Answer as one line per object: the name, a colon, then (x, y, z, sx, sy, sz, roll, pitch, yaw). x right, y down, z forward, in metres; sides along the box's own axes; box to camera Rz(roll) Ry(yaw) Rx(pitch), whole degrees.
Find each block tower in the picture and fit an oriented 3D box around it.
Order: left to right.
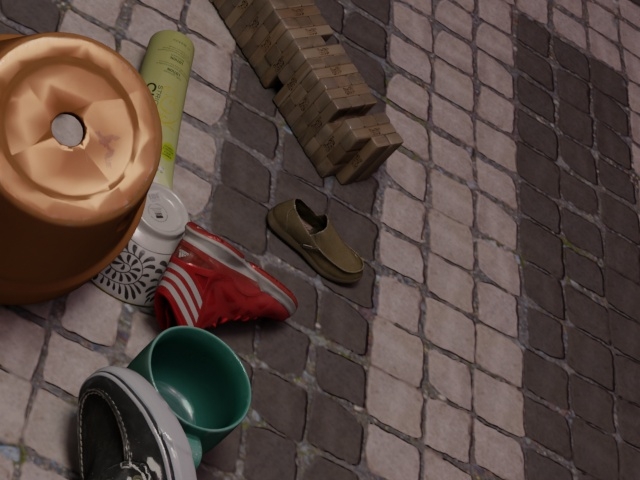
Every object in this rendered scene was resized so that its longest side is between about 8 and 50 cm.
block tower: (-0.023, -0.239, 2.231, 0.091, 0.097, 0.335, -15, 67, -49)

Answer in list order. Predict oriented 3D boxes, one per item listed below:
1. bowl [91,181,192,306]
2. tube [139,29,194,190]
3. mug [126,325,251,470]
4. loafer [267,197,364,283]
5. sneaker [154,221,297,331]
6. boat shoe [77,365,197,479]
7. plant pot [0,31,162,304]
bowl: (-0.203, -0.015, 1.880, 0.170, 0.080, 0.170, 25, 43, -26)
tube: (-0.203, -0.161, 2.029, 0.070, 0.062, 0.240, 1, 49, 9)
mug: (-0.159, 0.176, 1.736, 0.129, 0.097, 0.158, 46, 39, -1)
loafer: (0.000, 0.000, 2.075, 0.148, 0.050, 0.056, 35, 40, -13)
sneaker: (-0.122, 0.074, 1.894, 0.087, 0.128, 0.221, 30, -7, 41)
boat shoe: (-0.190, 0.275, 1.600, 0.119, 0.121, 0.335, 5, 55, -45)
plant pot: (-0.293, -0.093, 1.684, 0.291, 0.203, 0.291, 7, 75, -27)
